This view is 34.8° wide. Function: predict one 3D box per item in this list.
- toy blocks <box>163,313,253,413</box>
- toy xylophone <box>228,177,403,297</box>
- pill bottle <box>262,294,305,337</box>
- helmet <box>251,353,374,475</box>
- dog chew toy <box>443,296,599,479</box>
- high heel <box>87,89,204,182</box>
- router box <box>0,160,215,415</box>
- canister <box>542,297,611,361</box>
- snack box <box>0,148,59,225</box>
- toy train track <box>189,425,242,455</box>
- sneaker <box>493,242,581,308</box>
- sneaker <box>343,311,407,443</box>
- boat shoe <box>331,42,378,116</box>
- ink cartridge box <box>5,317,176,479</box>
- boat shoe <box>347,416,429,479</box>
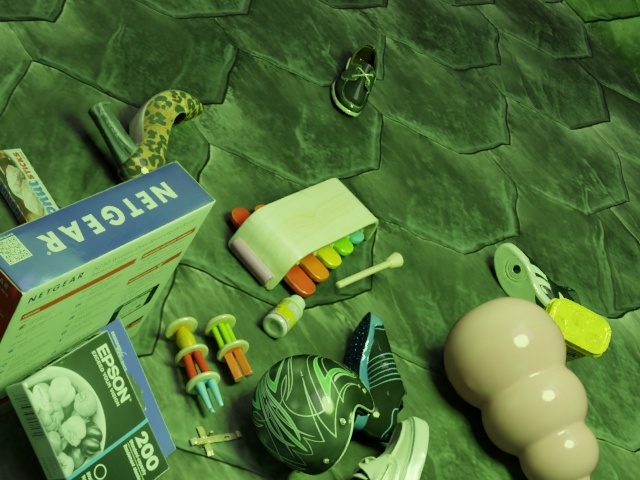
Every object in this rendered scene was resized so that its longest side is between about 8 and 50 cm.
[{"bbox_3d":[-0.152,0.184,1.508,0.123,0.054,0.148,-1,50,-37],"label":"toy blocks"},{"bbox_3d":[0.000,0.000,1.801,0.322,0.081,0.236,-15,59,-45],"label":"toy xylophone"},{"bbox_3d":[-0.057,0.121,1.658,0.043,0.043,0.083,39,37,5],"label":"pill bottle"},{"bbox_3d":[-0.018,0.246,1.456,0.169,0.169,0.161,48,23,17],"label":"helmet"},{"bbox_3d":[0.343,0.262,1.693,0.206,0.206,0.332,-6,61,-41],"label":"dog chew toy"},{"bbox_3d":[-0.267,-0.166,1.793,0.261,0.093,0.186,-18,73,-50],"label":"high heel"},{"bbox_3d":[-0.319,0.071,1.301,0.082,0.301,0.335,44,37,11],"label":"router box"},{"bbox_3d":[0.426,0.173,1.856,0.126,0.170,0.073,27,67,-10],"label":"canister"},{"bbox_3d":[-0.456,-0.072,1.582,0.064,0.022,0.178,-12,57,-46],"label":"snack box"},{"bbox_3d":[-0.146,0.278,1.444,0.083,0.014,0.048,-1,50,-38],"label":"toy train track"},{"bbox_3d":[0.440,0.094,2.045,0.121,0.079,0.217,-14,67,-49],"label":"sneaker"},{"bbox_3d":[0.091,0.222,1.638,0.090,0.081,0.232,25,45,-17],"label":"sneaker"},{"bbox_3d":[0.081,-0.357,2.257,0.084,0.079,0.233,29,39,-10],"label":"boat shoe"},{"bbox_3d":[-0.273,0.227,1.297,0.208,0.045,0.206,-36,108,-52],"label":"ink cartridge box"},{"bbox_3d":[0.081,0.354,1.464,0.088,0.096,0.267,28,53,-2],"label":"boat shoe"}]
